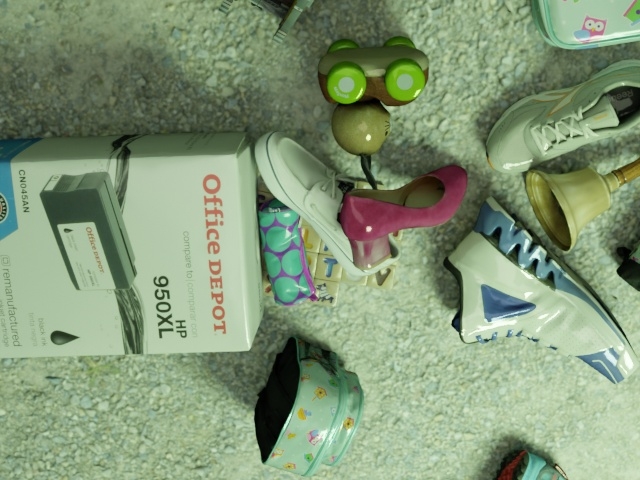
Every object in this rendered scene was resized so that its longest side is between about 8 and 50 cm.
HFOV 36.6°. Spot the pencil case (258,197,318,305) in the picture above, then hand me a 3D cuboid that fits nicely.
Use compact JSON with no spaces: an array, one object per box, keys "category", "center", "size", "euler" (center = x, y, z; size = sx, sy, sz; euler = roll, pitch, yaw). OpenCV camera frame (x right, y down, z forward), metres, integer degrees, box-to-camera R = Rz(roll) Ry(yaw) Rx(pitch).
[{"category":"pencil case","center":[-0.047,0.016,1.402],"size":[0.070,0.064,0.151],"euler":[-1,107,27]}]

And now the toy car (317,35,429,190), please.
[{"category":"toy car","center":[0.074,-0.168,1.321],"size":[0.149,0.155,0.188],"euler":[-2,115,2]}]

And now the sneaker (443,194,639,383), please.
[{"category":"sneaker","center":[0.294,0.102,1.408],"size":[0.315,0.127,0.182],"euler":[45,105,-3]}]

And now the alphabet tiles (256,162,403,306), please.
[{"category":"alphabet tiles","center":[0.000,0.000,1.435],"size":[0.237,0.009,0.198],"euler":[9,105,-1]}]

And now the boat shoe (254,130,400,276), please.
[{"category":"boat shoe","center":[0.018,-0.061,1.356],"size":[0.258,0.095,0.084],"euler":[45,141,-19]}]

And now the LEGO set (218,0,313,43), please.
[{"category":"LEGO set","center":[-0.103,-0.416,1.266],"size":[0.331,0.192,0.255],"euler":[19,76,-13]}]

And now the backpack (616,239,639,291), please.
[{"category":"backpack","center":[0.533,0.020,1.375],"size":[0.152,0.115,0.182],"euler":[38,100,-6]}]

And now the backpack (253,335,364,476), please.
[{"category":"backpack","center":[-0.020,0.253,1.411],"size":[0.144,0.188,0.166],"euler":[26,103,-6]}]

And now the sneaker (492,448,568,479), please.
[{"category":"sneaker","center":[0.305,0.462,1.506],"size":[0.125,0.104,0.262],"euler":[24,105,-7]}]

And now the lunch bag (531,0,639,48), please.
[{"category":"lunch bag","center":[0.370,-0.398,1.267],"size":[0.224,0.108,0.279],"euler":[-9,103,10]}]

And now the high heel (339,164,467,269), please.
[{"category":"high heel","center":[0.117,-0.068,1.314],"size":[0.244,0.082,0.117],"euler":[-34,132,-28]}]

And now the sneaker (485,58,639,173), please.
[{"category":"sneaker","center":[0.349,-0.168,1.324],"size":[0.262,0.121,0.099],"euler":[-28,102,8]}]

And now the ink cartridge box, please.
[{"category":"ink cartridge box","center":[-0.288,0.004,1.358],"size":[0.395,0.166,0.285],"euler":[-2,106,3]}]

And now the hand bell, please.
[{"category":"hand bell","center":[0.428,-0.090,1.368],"size":[0.242,0.126,0.126],"euler":[-24,104,-5]}]
